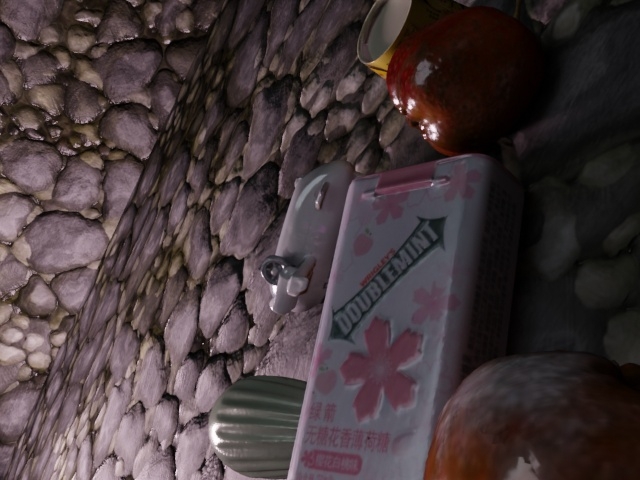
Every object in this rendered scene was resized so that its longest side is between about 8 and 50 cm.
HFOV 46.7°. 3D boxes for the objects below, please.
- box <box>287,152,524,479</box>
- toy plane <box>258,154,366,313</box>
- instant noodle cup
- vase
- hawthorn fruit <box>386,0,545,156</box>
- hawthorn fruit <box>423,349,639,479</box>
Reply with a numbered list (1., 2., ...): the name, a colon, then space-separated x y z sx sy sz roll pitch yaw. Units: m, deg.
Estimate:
1. box: 0.087 0.109 0.730 0.190 0.112 0.370 -8 63 45
2. toy plane: 0.000 0.000 0.995 0.244 0.117 0.245 21 -90 -85
3. instant noodle cup: 0.127 -0.254 0.957 0.151 0.122 0.152 -44 35 44
4. vase: -0.032 0.226 0.893 0.248 0.128 0.128 -13 58 49
5. hawthorn fruit: 0.176 -0.192 0.808 0.203 0.162 0.163 -44 30 8
6. hawthorn fruit: 0.176 0.175 0.412 0.234 0.263 0.231 -12 23 12
